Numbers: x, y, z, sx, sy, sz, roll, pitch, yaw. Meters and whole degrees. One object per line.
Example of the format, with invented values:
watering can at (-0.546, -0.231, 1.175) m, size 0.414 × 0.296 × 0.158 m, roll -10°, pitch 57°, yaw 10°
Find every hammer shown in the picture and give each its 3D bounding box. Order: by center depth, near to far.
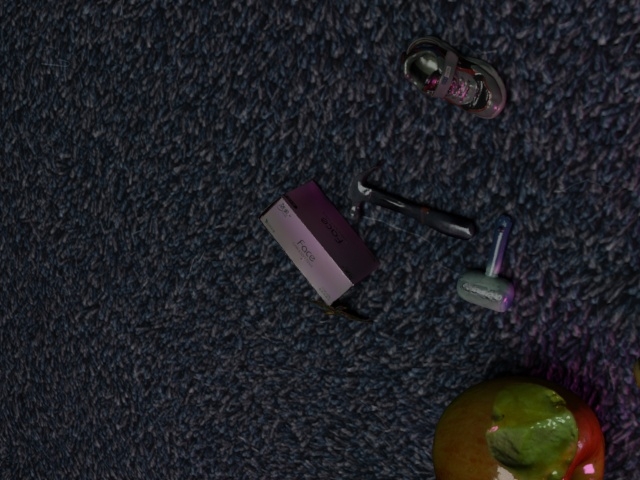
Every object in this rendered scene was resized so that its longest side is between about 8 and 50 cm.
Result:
hammer at (0.346, 0.041, 1.711) m, size 0.116 × 0.069 × 0.194 m, roll 19°, pitch 107°, yaw 25°
hammer at (0.191, -0.069, 1.777) m, size 0.290 × 0.037 × 0.137 m, roll 21°, pitch 117°, yaw 24°

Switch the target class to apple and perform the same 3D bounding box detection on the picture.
apple at (0.378, 0.424, 1.654) m, size 0.339 × 0.339 × 0.339 m, roll 10°, pitch 111°, yaw 28°

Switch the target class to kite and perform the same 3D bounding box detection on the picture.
kite at (0.031, 0.158, 1.910) m, size 0.183 × 0.010 × 0.160 m, roll 23°, pitch 164°, yaw -12°

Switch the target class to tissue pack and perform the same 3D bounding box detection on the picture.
tissue pack at (0.000, 0.000, 1.852) m, size 0.246 × 0.148 × 0.092 m, roll 50°, pitch 123°, yaw 5°

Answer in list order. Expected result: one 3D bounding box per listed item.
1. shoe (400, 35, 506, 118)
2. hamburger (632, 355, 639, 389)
shoe at (0.243, -0.309, 1.614) m, size 0.227 × 0.125 × 0.099 m, roll 36°, pitch 118°, yaw 18°
hamburger at (0.651, 0.250, 1.515) m, size 0.182 × 0.191 × 0.118 m, roll 23°, pitch 119°, yaw 15°
